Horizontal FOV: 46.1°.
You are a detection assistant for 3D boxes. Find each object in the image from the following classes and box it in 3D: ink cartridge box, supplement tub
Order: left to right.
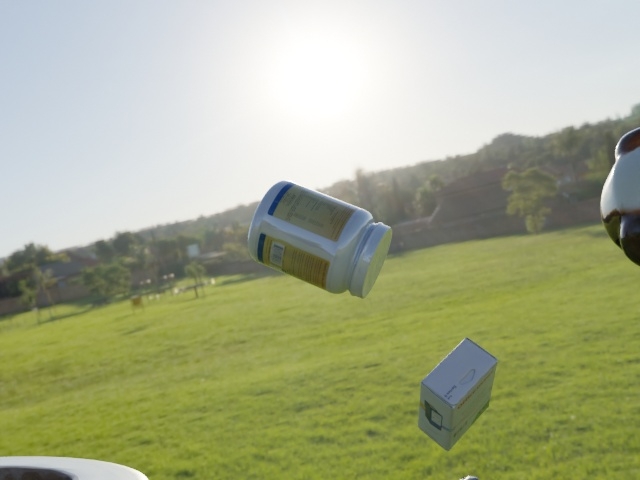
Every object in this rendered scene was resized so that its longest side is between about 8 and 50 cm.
[{"bbox_3d":[0.000,0.000,1.206,0.199,0.144,0.144,22,12,14],"label":"supplement tub"},{"bbox_3d":[0.293,0.332,1.619,0.154,0.093,0.212,-40,-31,-24],"label":"ink cartridge box"}]

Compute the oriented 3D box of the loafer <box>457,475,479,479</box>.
[{"bbox_3d":[0.174,0.357,0.813,0.094,0.251,0.087,10,37,36],"label":"loafer"}]

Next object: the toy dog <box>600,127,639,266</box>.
[{"bbox_3d":[0.634,-0.040,1.122,0.407,0.285,0.395,2,-16,15],"label":"toy dog"}]

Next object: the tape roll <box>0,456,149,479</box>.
[{"bbox_3d":[-0.257,0.270,0.573,0.246,0.169,0.246,2,-6,0],"label":"tape roll"}]
